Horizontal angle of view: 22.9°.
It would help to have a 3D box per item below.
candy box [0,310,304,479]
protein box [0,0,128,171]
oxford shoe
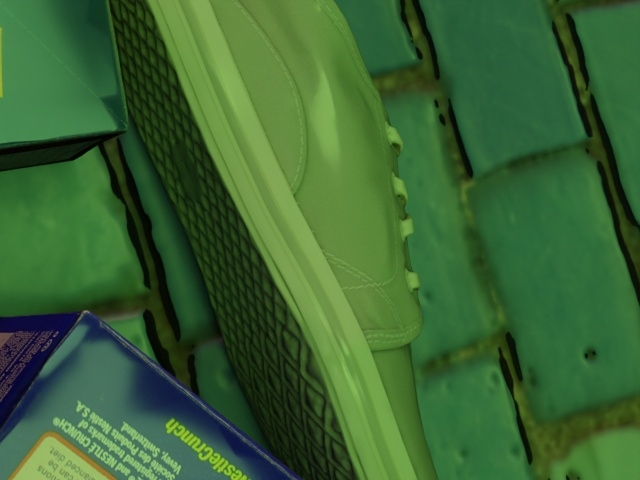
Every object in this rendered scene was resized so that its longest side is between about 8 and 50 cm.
[{"bbox_3d":[-0.080,0.160,0.773,0.268,0.317,0.122,40,75,-13],"label":"candy box"},{"bbox_3d":[-0.227,-0.132,0.832,0.201,0.136,0.200,-10,90,-22],"label":"protein box"},{"bbox_3d":[0.000,0.000,0.903,0.130,0.169,0.449,-21,89,-23],"label":"oxford shoe"}]
